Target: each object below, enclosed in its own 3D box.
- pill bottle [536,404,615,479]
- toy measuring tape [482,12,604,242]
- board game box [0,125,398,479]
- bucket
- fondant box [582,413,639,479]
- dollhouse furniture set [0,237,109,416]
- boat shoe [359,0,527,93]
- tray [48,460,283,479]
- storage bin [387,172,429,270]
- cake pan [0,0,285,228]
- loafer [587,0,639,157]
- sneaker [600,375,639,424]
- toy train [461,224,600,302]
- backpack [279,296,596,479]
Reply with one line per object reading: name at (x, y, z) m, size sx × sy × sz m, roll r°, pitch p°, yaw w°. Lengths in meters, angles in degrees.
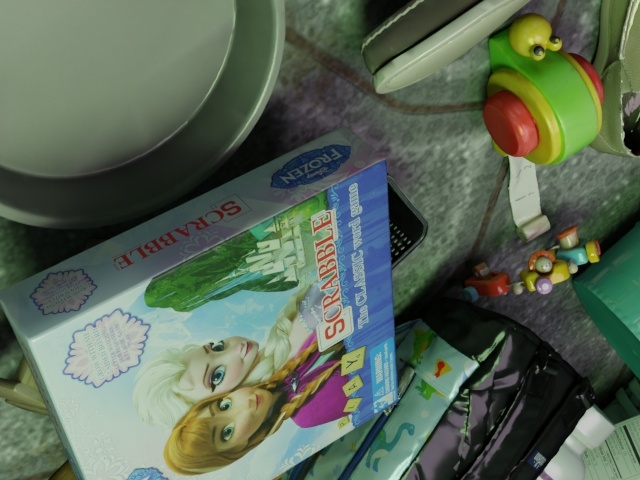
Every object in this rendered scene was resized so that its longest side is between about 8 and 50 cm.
pill bottle at (0.242, 0.309, 1.372) m, size 0.301 × 0.169 × 0.169 m, roll -46°, pitch 138°, yaw 5°
toy measuring tape at (0.238, -0.092, 1.071) m, size 0.121 × 0.121 × 0.330 m, roll -30°, pitch 137°, yaw -12°
board game box at (-0.078, 0.101, 0.893) m, size 0.318 × 0.066 × 0.318 m, roll -28°, pitch 137°, yaw -21°
bucket at (0.465, 0.089, 1.288) m, size 0.183 × 0.281 × 0.281 m, roll -39°, pitch 138°, yaw 2°
fondant box at (0.391, 0.389, 1.525) m, size 0.330 × 0.096 × 0.238 m, roll -24°, pitch 140°, yaw 14°
dollhouse furniture set at (-0.236, 0.081, 0.932) m, size 0.144 × 0.123 × 0.151 m, roll 43°, pitch 60°, yaw -48°
boat shoe at (0.160, -0.250, 0.894) m, size 0.324 × 0.096 × 0.116 m, roll -36°, pitch 179°, yaw -1°
tray at (-0.214, 0.311, 1.109) m, size 0.411 × 0.076 × 0.203 m, roll -45°, pitch 138°, yaw 6°
storage bin at (0.000, 0.000, 0.996) m, size 0.180 × 0.084 × 0.122 m, roll -44°, pitch 138°, yaw 2°
cake pan at (-0.166, -0.143, 0.775) m, size 0.293 × 0.054 × 0.293 m, roll -20°, pitch 134°, yaw -22°
loafer at (0.347, -0.201, 1.075) m, size 0.102 × 0.092 × 0.268 m, roll -16°, pitch 132°, yaw -25°
sneaker at (0.482, 0.214, 1.539) m, size 0.256 × 0.094 × 0.151 m, roll -31°, pitch 122°, yaw 1°
toy train at (0.247, 0.022, 1.201) m, size 0.166 × 0.125 × 0.046 m, roll -25°, pitch 104°, yaw -27°
backpack at (0.119, 0.255, 1.201) m, size 0.290 × 0.273 × 0.355 m, roll 33°, pitch 80°, yaw -49°
